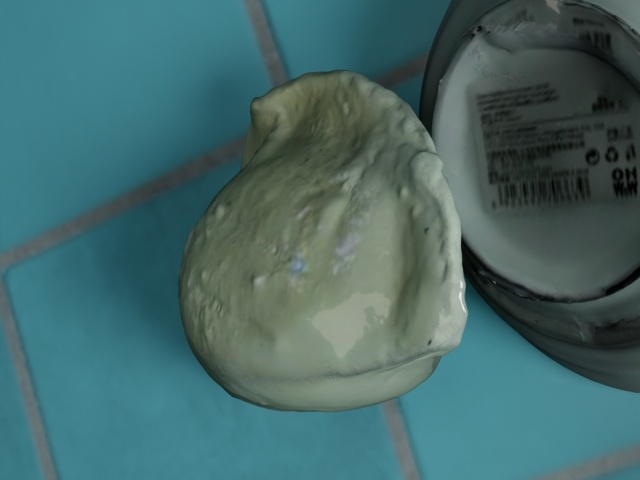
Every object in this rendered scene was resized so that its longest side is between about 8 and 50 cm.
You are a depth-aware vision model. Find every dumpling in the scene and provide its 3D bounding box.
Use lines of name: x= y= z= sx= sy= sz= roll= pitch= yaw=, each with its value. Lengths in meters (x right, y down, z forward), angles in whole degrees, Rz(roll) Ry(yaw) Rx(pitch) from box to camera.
dumpling: x=0.000 y=0.000 z=0.740 sx=0.252 sy=0.131 sz=0.179 roll=162 pitch=112 yaw=-66

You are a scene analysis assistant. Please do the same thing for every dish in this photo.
dish: x=0.129 y=-0.046 z=0.675 sx=0.260 sy=0.085 sz=0.260 roll=10 pitch=105 yaw=42
